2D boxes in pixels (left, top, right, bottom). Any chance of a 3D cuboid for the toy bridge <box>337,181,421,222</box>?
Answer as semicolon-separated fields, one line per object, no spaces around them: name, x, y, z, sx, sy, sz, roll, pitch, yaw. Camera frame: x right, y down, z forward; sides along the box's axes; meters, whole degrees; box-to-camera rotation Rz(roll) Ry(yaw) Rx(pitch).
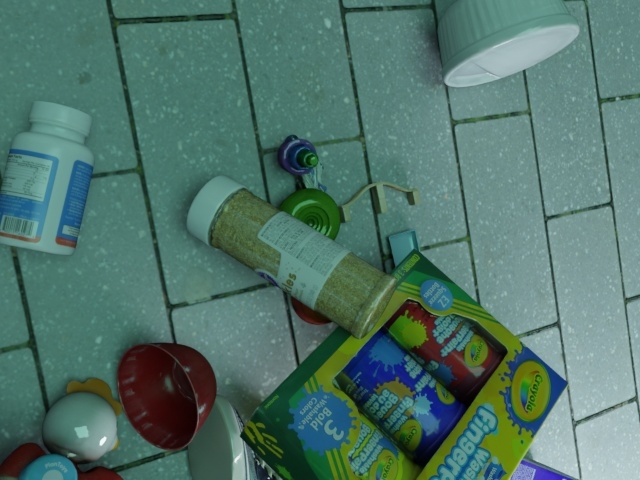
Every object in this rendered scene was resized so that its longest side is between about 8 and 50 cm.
toy bridge;0.119;-0.086;1.317;0.188;0.026;0.063;-15;96;-24

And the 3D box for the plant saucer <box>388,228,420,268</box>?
plant saucer;0.185;0.076;1.355;0.067;0.018;0.192;-16;96;-24

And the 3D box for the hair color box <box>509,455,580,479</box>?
hair color box;0.377;0.487;1.357;0.338;0.185;0.110;24;80;-23

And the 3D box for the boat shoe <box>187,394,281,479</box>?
boat shoe;-0.127;0.435;1.173;0.158;0.127;0.341;-4;83;-51

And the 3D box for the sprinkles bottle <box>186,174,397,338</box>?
sprinkles bottle;-0.051;0.023;1.091;0.355;0.121;0.121;31;75;14

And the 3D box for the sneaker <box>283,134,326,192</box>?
sneaker;-0.027;-0.140;1.241;0.058;0.052;0.135;-30;112;-28

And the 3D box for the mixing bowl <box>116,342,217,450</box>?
mixing bowl;-0.241;0.243;1.092;0.098;0.181;0.181;-21;101;-57

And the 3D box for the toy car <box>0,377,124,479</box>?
toy car;-0.370;0.332;1.029;0.210;0.219;0.238;34;48;-21

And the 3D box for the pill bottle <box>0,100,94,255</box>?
pill bottle;-0.421;-0.094;1.012;0.124;0.124;0.222;14;84;-24

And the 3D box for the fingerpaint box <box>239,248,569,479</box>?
fingerpaint box;0.154;0.289;1.128;0.371;0.163;0.445;43;56;10

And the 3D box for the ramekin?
ramekin;0.358;-0.418;1.305;0.273;0.273;0.127;-16;85;-24

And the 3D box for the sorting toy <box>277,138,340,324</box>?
sorting toy;0.000;0.000;1.178;0.127;0.126;0.366;-15;107;-17
